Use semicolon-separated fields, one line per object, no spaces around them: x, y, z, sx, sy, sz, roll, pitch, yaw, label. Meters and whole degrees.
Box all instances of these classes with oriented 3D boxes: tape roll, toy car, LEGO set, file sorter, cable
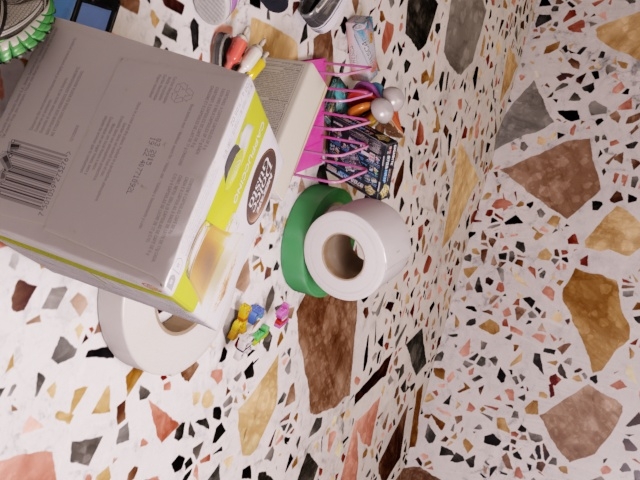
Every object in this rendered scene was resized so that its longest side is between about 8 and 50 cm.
-0.314;0.097;1.612;0.392;0.071;0.392;-35;131;-54;tape roll
0.139;-0.392;2.163;0.136;0.159;0.182;51;45;-11;toy car
-0.167;0.201;1.916;0.227;0.087;0.093;-36;147;-52;LEGO set
0.099;0.021;2.017;0.169;0.246;0.246;-27;124;-56;tape roll
0.021;-0.312;1.953;0.202;0.182;0.291;-29;126;-55;file sorter
-0.205;-0.334;1.633;0.139;0.072;0.287;42;64;-54;cable
0.000;0.000;2.168;0.321;0.077;0.322;-34;131;-52;tape roll

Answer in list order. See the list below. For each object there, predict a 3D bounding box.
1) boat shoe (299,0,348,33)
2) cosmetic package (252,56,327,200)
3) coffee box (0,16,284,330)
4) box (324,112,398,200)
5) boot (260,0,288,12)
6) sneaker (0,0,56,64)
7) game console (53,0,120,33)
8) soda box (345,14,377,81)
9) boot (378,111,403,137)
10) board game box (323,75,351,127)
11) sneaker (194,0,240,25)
0.034;-0.685;1.901;0.306;0.113;0.105;-60;146;0;boat shoe
-0.118;-0.261;1.737;0.113;0.160;0.310;45;62;-60;cosmetic package
-0.288;-0.089;1.209;0.334;0.338;0.338;70;39;-72;coffee box
0.109;-0.234;2.089;0.051;0.220;0.175;-21;132;-38;box
-0.132;-0.624;1.673;0.219;0.082;0.106;58;29;-49;boot
-0.500;-0.295;1.015;0.343;0.134;0.146;-51;137;-46;sneaker
-0.403;-0.370;1.240;0.071;0.107;0.122;118;-12;-84;game console
0.121;-0.553;2.172;0.058;0.062;0.183;-53;144;-41;soda box
0.244;-0.398;2.489;0.158;0.059;0.085;43;59;-59;boot
0.060;-0.375;2.174;0.186;0.026;0.126;38;68;-61;board game box
-0.193;-0.594;1.502;0.282;0.102;0.161;100;17;-47;sneaker
